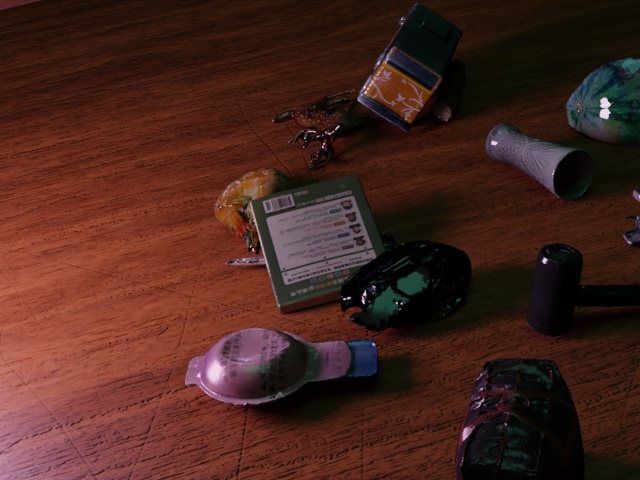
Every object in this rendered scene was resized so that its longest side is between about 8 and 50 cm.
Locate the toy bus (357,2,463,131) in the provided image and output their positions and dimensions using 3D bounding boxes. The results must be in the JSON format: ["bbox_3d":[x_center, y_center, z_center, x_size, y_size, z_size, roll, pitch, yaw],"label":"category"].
[{"bbox_3d":[0.192,-0.369,2.424,0.139,0.167,0.275,32,35,-4],"label":"toy bus"}]

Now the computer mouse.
[{"bbox_3d":[0.137,0.062,1.831,0.242,0.077,0.146,-27,46,-22],"label":"computer mouse"}]

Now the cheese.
[{"bbox_3d":[-0.058,0.183,1.721,0.286,0.074,0.189,-5,32,2],"label":"cheese"}]

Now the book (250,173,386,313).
[{"bbox_3d":[0.000,0.000,1.985,0.202,0.027,0.264,-14,46,-5],"label":"book"}]

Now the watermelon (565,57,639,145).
[{"bbox_3d":[0.579,-0.272,2.203,0.231,0.146,0.128,2,33,15],"label":"watermelon"}]

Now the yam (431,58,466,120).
[{"bbox_3d":[0.274,-0.323,2.471,0.057,0.056,0.241,-1,33,16],"label":"yam"}]

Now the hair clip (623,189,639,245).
[{"bbox_3d":[0.590,-0.032,1.898,0.187,0.056,0.146,-9,38,-3],"label":"hair clip"}]

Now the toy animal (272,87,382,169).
[{"bbox_3d":[0.012,-0.235,2.405,0.260,0.087,0.243,-31,23,-28],"label":"toy animal"}]

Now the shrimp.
[{"bbox_3d":[-0.128,-0.052,2.151,0.154,0.062,0.294,-20,27,6],"label":"shrimp"}]

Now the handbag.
[{"bbox_3d":[0.240,0.260,1.409,0.155,0.169,0.215,0,33,18],"label":"handbag"}]

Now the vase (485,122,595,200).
[{"bbox_3d":[0.393,-0.152,2.122,0.096,0.096,0.219,-23,30,-20],"label":"vase"}]

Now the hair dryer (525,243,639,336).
[{"bbox_3d":[0.437,0.067,1.729,0.256,0.128,0.070,-2,29,-7],"label":"hair dryer"}]

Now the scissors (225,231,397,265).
[{"bbox_3d":[-0.017,0.026,2.010,0.300,0.022,0.109,-4,34,5],"label":"scissors"}]
